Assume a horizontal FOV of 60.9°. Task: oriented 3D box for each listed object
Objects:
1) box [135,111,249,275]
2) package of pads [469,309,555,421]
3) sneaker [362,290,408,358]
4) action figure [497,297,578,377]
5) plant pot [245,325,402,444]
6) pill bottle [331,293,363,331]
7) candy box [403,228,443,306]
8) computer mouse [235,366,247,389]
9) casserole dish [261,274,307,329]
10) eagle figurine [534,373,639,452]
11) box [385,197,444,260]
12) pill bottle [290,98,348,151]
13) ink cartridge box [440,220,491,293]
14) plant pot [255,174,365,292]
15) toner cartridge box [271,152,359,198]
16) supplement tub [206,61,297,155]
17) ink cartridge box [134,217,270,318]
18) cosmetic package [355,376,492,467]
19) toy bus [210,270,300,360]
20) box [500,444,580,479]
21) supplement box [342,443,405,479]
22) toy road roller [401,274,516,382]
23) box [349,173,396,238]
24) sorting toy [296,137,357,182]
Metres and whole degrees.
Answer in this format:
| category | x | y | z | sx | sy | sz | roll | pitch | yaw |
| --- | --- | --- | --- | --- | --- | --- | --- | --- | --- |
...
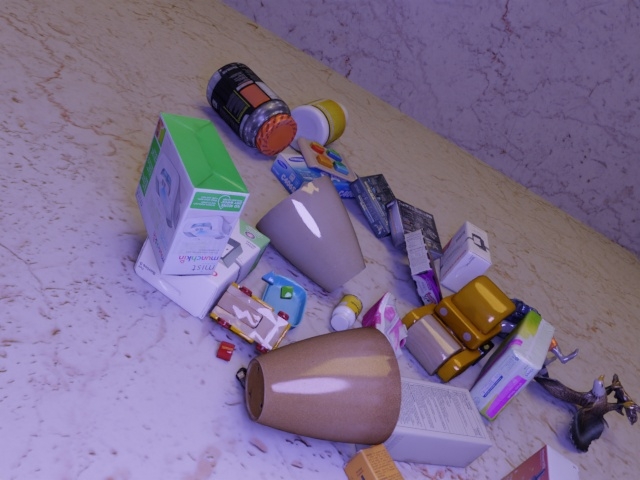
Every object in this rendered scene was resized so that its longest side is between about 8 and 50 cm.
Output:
| category | x | y | z | sx | sy | sz | roll | pitch | yaw |
| --- | --- | --- | --- | --- | --- | --- | --- | --- | --- |
| box | -0.280 | -0.097 | 1.153 | 0.126 | 0.231 | 0.262 | 3 | 42 | -37 |
| package of pads | 0.537 | 0.350 | 1.528 | 0.101 | 0.229 | 0.296 | 38 | 30 | 17 |
| sneaker | 0.179 | 0.242 | 1.481 | 0.111 | 0.103 | 0.252 | 34 | 36 | -8 |
| action figure | 0.656 | 0.299 | 1.776 | 0.330 | 0.179 | 0.341 | 35 | 3 | 12 |
| plant pot | -0.010 | 0.287 | 1.071 | 0.254 | 0.237 | 0.237 | 5 | 39 | -26 |
| pill bottle | 0.069 | 0.195 | 1.463 | 0.065 | 0.065 | 0.116 | 36 | 31 | 5 |
| candy box | 0.338 | 0.093 | 1.788 | 0.233 | 0.071 | 0.159 | -86 | 155 | -56 |
| computer mouse | -0.091 | 0.299 | 1.185 | 0.193 | 0.042 | 0.106 | -14 | 49 | -45 |
| casserole dish | -0.096 | 0.160 | 1.383 | 0.114 | 0.037 | 0.188 | 29 | 29 | -8 |
| eagle figurine | 0.817 | 0.500 | 1.671 | 0.298 | 0.225 | 0.226 | -10 | -1 | -12 |
| box | 0.345 | -0.038 | 1.995 | 0.231 | 0.056 | 0.183 | 18 | 53 | -40 |
| pill bottle | -0.002 | -0.487 | 2.263 | 0.188 | 0.188 | 0.334 | 37 | 30 | 6 |
| ink cartridge box | 0.526 | 0.063 | 1.988 | 0.100 | 0.172 | 0.237 | 31 | 30 | -5 |
| plant pot | 0.000 | 0.000 | 1.536 | 0.274 | 0.256 | 0.256 | 54 | 32 | 3 |
| toner cartridge box | -0.001 | -0.234 | 2.009 | 0.347 | 0.075 | 0.165 | -4 | 46 | -48 |
| supplement tub | -0.249 | -0.477 | 1.990 | 0.207 | 0.207 | 0.338 | -11 | 52 | -51 |
| ink cartridge box | -0.276 | 0.034 | 1.312 | 0.198 | 0.115 | 0.273 | 35 | 30 | 4 |
| cosmetic package | 0.222 | 0.412 | 1.249 | 0.309 | 0.113 | 0.160 | 18 | 33 | -26 |
| toy bus | -0.149 | 0.184 | 1.230 | 0.190 | 0.104 | 0.202 | -9 | 78 | -12 |
| box | 0.488 | 0.570 | 1.217 | 0.091 | 0.170 | 0.130 | 35 | 29 | 3 |
| supplement box | 0.140 | 0.518 | 1.050 | 0.080 | 0.078 | 0.233 | 1 | 44 | -43 |
| toy road roller | 0.404 | 0.232 | 1.556 | 0.329 | 0.241 | 0.202 | -9 | 50 | -50 |
| box | 0.221 | -0.131 | 2.022 | 0.183 | 0.059 | 0.233 | -18 | 77 | -55 |
| sorting toy | 0.027 | -0.305 | 2.025 | 0.208 | 0.038 | 0.193 | 14 | 35 | -31 |
